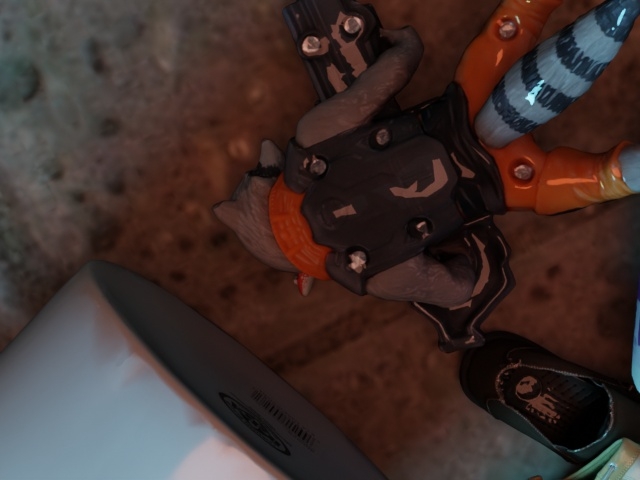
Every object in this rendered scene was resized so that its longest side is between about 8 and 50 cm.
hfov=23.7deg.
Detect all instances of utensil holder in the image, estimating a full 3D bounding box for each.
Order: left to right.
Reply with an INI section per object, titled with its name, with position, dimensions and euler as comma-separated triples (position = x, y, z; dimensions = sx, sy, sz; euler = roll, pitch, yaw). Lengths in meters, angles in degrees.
[utensil holder]
position = -0.158, 0.251, 0.984
dimensions = 0.328, 0.327, 0.385
euler = 40, 94, -5

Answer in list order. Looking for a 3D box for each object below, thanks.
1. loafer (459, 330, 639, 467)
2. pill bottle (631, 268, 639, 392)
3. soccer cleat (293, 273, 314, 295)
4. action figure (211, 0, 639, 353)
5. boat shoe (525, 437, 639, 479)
[loafer]
position = 0.203, 0.138, 1.095
dimensions = 0.220, 0.078, 0.080
euler = 21, 96, -3
[pill bottle]
position = 0.306, -0.035, 1.031
dimensions = 0.169, 0.169, 0.301
euler = 4, 96, -1
[soccer cleat]
position = 0.000, 0.000, 1.103
dimensions = 0.036, 0.029, 0.083
euler = 7, 92, 3
[action figure]
position = 0.062, -0.098, 0.997
dimensions = 0.330, 0.178, 0.341
euler = -32, 87, 20
[boat shoe]
position = 0.168, 0.196, 1.083
dimensions = 0.072, 0.068, 0.190
euler = 40, 121, -12
